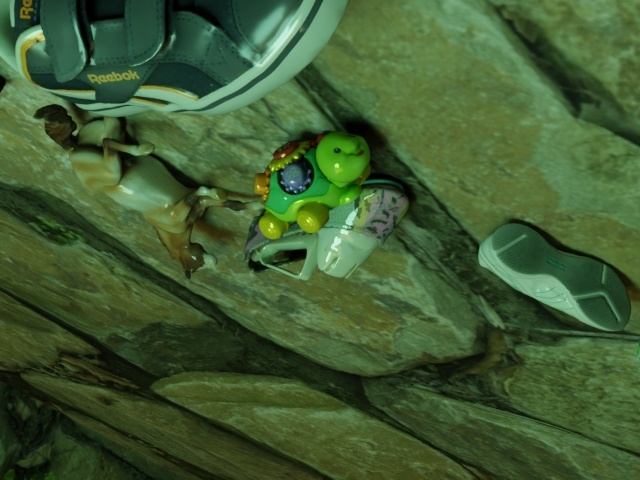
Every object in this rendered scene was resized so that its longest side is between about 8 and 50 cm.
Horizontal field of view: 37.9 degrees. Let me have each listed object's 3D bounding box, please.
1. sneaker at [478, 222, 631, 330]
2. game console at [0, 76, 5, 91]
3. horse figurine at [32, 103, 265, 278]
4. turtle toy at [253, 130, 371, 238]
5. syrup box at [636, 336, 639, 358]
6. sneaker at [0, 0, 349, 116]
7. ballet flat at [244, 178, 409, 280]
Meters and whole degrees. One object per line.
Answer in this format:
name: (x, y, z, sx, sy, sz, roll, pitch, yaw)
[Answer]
sneaker: (0.212, 0.034, 0.845, 0.152, 0.053, 0.061, 31, 163, -6)
game console: (-0.376, -0.157, 0.897, 0.122, 0.071, 0.107, 36, 151, -27)
horse figurine: (-0.175, -0.062, 0.934, 0.263, 0.066, 0.174, 36, 150, -28)
turtle toy: (-0.005, -0.056, 0.797, 0.130, 0.095, 0.066, -9, 120, 46)
syrup box: (0.291, 0.010, 0.672, 0.096, 0.093, 0.237, 12, 153, 22)
sneaker: (-0.123, -0.152, 0.621, 0.127, 0.126, 0.321, 21, 162, -40)
ballet flat: (0.000, 0.000, 0.902, 0.077, 0.079, 0.221, 27, 156, -33)
